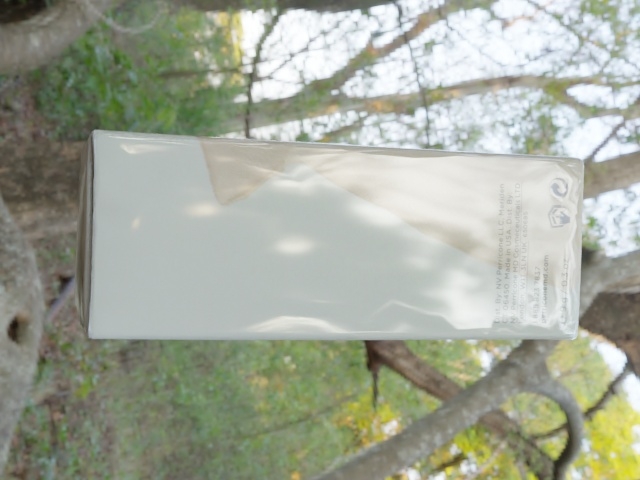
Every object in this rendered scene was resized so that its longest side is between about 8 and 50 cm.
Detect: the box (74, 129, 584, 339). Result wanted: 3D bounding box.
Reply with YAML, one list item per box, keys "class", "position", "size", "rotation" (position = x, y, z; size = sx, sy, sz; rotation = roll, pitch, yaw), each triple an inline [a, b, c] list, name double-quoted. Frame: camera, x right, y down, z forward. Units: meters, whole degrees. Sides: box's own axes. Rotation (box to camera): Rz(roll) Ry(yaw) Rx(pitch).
- class: "box"
  position: [0.000, 0.000, 0.645]
  size: [0.148, 0.311, 0.121]
  rotation: [-174, -94, -73]
